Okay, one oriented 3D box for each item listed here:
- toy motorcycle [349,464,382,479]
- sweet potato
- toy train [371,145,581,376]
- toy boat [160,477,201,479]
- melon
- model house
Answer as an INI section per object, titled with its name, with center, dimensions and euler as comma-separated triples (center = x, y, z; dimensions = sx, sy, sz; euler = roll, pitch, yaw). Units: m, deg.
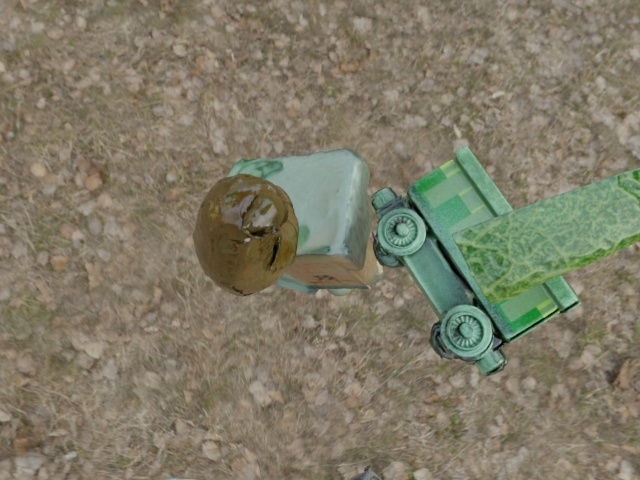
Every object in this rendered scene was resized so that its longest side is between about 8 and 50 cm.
[toy motorcycle]
center = -0.023, 0.270, 0.494
dimensions = 0.205, 0.275, 0.127
euler = -30, 69, 12
[sweet potato]
center = -0.073, -0.003, 0.683
dimensions = 0.098, 0.310, 0.124
euler = 26, 93, 3
[toy train]
center = 0.202, 0.030, 0.915
dimensions = 0.202, 0.120, 0.300
euler = -33, 78, 0
[toy boat]
center = -0.226, 0.494, 1.132
dimensions = 0.114, 0.262, 0.115
euler = -28, 58, -5
[melon]
center = 0.218, -0.025, 0.450
dimensions = 0.262, 0.114, 0.053
euler = -23, 78, 0
[model house]
center = 0.000, 0.000, 1.187
dimensions = 0.267, 0.325, 0.194
euler = -1, 66, 26
